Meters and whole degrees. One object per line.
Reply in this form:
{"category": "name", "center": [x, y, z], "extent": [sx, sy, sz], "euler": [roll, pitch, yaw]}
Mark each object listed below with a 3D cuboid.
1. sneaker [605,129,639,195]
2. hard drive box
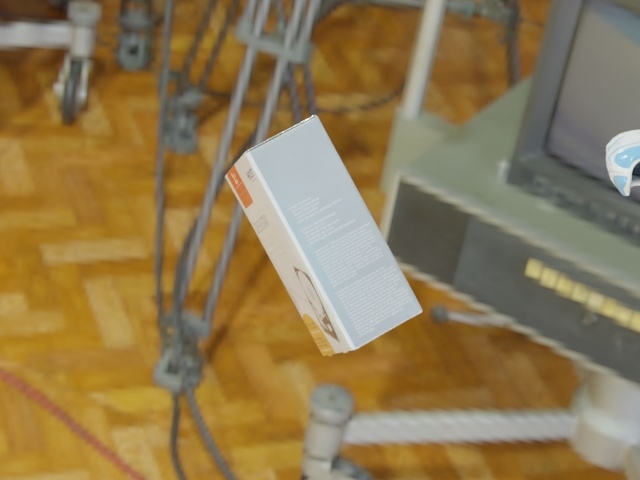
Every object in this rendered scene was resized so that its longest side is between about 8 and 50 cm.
{"category": "sneaker", "center": [0.466, -0.095, 2.012], "extent": [0.237, 0.085, 0.086], "euler": [-6, 62, 2]}
{"category": "hard drive box", "center": [0.000, 0.000, 1.765], "extent": [0.089, 0.181, 0.232], "euler": [-28, 89, -11]}
